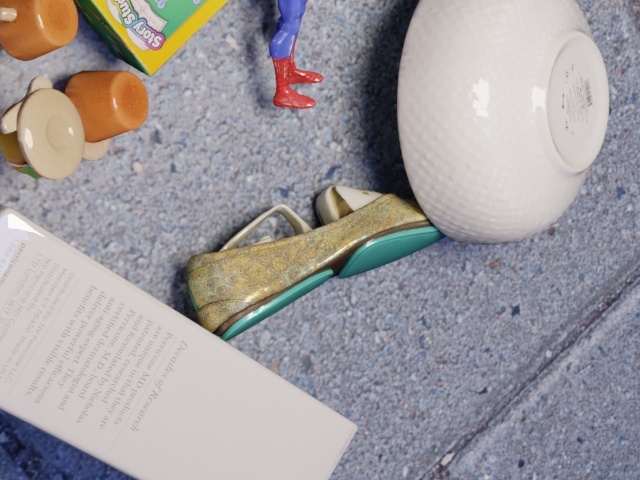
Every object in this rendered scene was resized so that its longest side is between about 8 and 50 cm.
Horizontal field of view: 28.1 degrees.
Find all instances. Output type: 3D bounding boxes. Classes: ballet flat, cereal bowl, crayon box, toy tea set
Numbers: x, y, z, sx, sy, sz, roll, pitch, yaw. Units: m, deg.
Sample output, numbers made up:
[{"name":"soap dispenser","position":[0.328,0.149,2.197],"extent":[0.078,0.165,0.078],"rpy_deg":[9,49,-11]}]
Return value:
[{"name":"ballet flat","position":[0.000,0.000,1.466],"extent":[0.348,0.123,0.123],"rpy_deg":[-24,112,-28]},{"name":"cereal bowl","position":[0.237,-0.161,1.488],"extent":[0.339,0.141,0.339],"rpy_deg":[-6,98,-51]},{"name":"crayon box","position":[-0.198,-0.315,1.241],"extent":[0.165,0.081,0.278],"rpy_deg":[-46,134,-10]},{"name":"toy tea set","position":[-0.308,-0.165,1.206],"extent":[0.336,0.124,0.200],"rpy_deg":[50,45,-44]}]

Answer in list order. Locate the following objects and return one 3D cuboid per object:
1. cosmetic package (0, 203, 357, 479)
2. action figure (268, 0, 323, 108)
[{"name":"cosmetic package","position":[-0.208,0.128,1.285],"extent":[0.453,0.230,0.161],"rpy_deg":[36,80,-33]},{"name":"action figure","position":[0.005,-0.281,1.343],"extent":[0.139,0.091,0.280],"rpy_deg":[-1,125,8]}]
